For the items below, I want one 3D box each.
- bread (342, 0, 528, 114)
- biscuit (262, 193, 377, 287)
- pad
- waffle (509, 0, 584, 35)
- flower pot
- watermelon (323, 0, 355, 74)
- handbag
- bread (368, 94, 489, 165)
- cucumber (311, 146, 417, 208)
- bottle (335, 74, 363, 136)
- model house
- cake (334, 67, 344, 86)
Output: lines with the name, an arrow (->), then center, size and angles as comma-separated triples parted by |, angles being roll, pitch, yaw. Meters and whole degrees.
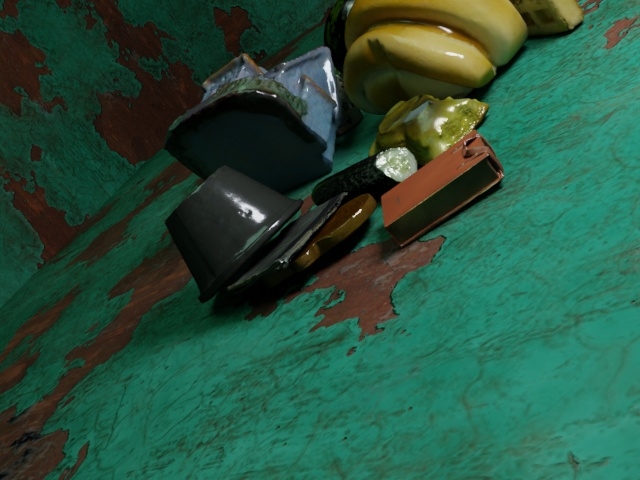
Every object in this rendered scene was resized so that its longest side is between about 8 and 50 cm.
bread -> 0.221, -0.381, 1.611 | 0.424, 0.329, 0.245 | -1, 83, 60
biscuit -> 0.000, 0.000, 1.338 | 0.236, 0.039, 0.180 | -36, 11, 21
pad -> -0.059, 0.004, 1.372 | 0.174, 0.022, 0.233 | -28, 15, 44
waffle -> 0.379, -0.507, 1.516 | 0.055, 0.248, 0.221 | -40, 18, -8
flower pot -> -0.179, -0.029, 1.457 | 0.269, 0.166, 0.269 | -47, 2, 2
watermelon -> 0.135, -0.531, 2.012 | 0.269, 0.269, 0.269 | -33, 20, 14
handbag -> 0.182, -0.082, 1.189 | 0.190, 0.063, 0.127 | -35, 19, 17
bread -> 0.179, -0.202, 1.427 | 0.161, 0.088, 0.233 | -44, 21, -26
cucumber -> 0.068, -0.103, 1.422 | 0.241, 0.074, 0.074 | -20, 26, 47
bottle -> 0.029, -0.338, 1.896 | 0.099, 0.152, 0.099 | -33, 18, 12
model house -> -0.123, -0.321, 1.800 | 0.360, 0.297, 0.339 | -23, 40, 41
cake -> 0.040, -0.408, 2.208 | 0.109, 0.090, 0.225 | 2, 62, 58
